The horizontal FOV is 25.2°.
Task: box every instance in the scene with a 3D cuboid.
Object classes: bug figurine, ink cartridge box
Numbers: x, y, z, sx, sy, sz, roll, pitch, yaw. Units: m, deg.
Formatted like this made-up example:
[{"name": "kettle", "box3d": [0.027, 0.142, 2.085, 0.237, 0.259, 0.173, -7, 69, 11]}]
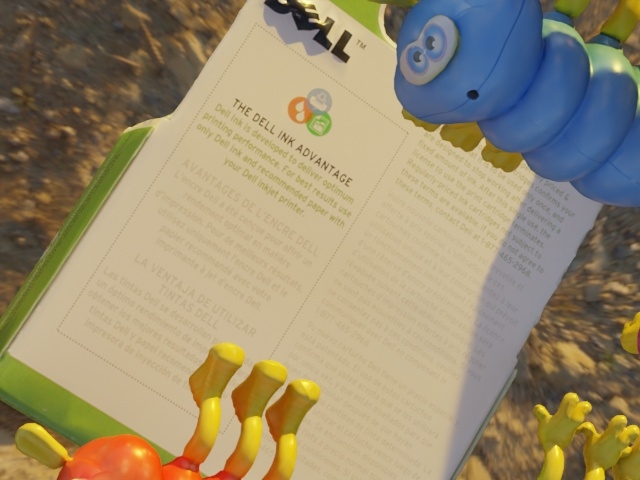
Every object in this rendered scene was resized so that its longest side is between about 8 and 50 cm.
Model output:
[{"name": "bug figurine", "box3d": [0.047, 0.043, 0.421, 0.216, 0.072, 0.279, 22, 127, -22]}, {"name": "ink cartridge box", "box3d": [0.000, 0.000, 0.623, 0.189, 0.097, 0.255, 34, 80, -15]}]
